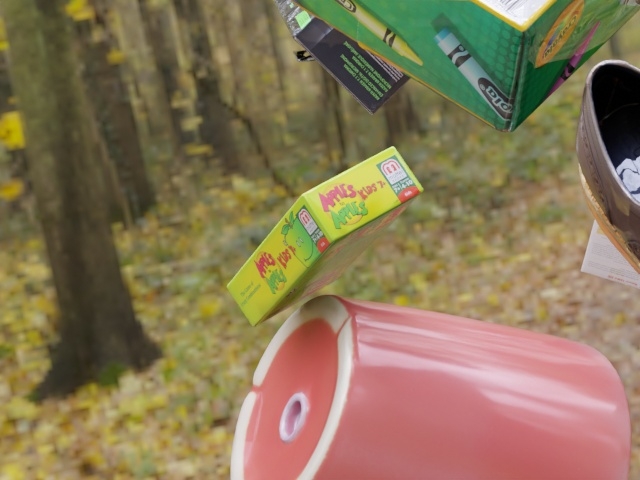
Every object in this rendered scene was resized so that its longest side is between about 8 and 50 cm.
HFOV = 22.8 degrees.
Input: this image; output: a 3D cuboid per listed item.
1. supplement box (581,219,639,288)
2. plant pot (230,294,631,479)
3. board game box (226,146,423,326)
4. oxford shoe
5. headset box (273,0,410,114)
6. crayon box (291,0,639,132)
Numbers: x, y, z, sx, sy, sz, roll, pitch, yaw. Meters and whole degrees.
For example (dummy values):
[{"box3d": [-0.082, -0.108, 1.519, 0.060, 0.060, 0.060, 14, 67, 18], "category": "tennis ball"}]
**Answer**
[{"box3d": [0.296, -0.010, 1.533, 0.062, 0.098, 0.036, 18, 18, 16], "category": "supplement box"}, {"box3d": [0.076, 0.175, 1.305, 0.243, 0.275, 0.275, 22, -8, -23], "category": "plant pot"}, {"box3d": [0.000, 0.000, 1.238, 0.092, 0.043, 0.181, -30, -9, -31], "category": "board game box"}, {"box3d": [0.278, 0.024, 1.033, 0.130, 0.363, 0.133, -38, -33, -1], "category": "oxford shoe"}, {"box3d": [0.084, -0.296, 1.798, 0.283, 0.131, 0.246, -44, 19, 9], "category": "headset box"}, {"box3d": [0.044, -0.196, 0.867, 0.278, 0.081, 0.165, 35, 59, 22], "category": "crayon box"}]
